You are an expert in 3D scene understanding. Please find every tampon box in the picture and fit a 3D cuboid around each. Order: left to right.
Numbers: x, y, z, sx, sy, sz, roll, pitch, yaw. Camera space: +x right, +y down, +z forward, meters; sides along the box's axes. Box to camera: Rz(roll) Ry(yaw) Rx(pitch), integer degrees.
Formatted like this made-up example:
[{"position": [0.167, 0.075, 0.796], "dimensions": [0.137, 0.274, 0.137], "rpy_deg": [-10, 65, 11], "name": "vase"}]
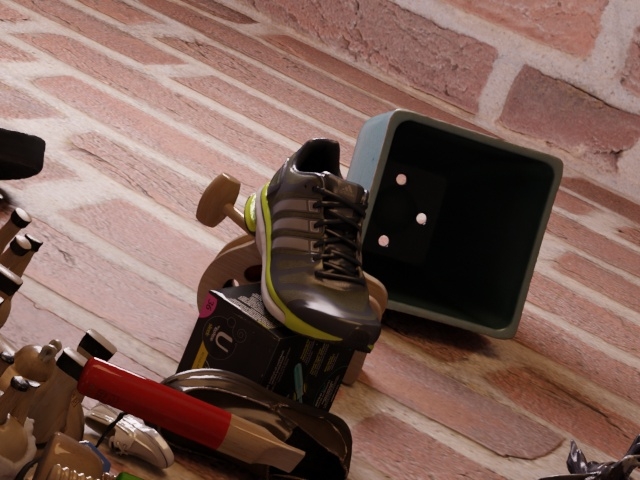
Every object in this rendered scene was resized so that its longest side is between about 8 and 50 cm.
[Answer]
[{"position": [-0.054, 0.118, 1.708], "dimensions": [0.101, 0.120, 0.161], "rpy_deg": [33, 20, 28], "name": "tampon box"}]

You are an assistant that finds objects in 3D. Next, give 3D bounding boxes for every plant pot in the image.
[{"position": [0.137, -0.031, 2.215], "dimensions": [0.247, 0.247, 0.252], "rpy_deg": [16, 2, -17], "name": "plant pot"}]

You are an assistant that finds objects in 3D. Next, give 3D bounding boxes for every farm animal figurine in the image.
[{"position": [-0.320, 0.092, 1.428], "dimensions": [0.327, 0.172, 0.330], "rpy_deg": [40, 14, 16], "name": "farm animal figurine"}]

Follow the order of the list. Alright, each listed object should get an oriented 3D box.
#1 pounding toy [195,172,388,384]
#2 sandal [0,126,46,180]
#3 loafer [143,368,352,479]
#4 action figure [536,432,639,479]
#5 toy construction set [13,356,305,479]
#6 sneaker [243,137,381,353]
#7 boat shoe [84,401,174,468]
[{"position": [-0.055, 0.064, 1.863], "dimensions": [0.269, 0.154, 0.155], "rpy_deg": [40, 17, -3], "name": "pounding toy"}, {"position": [-0.526, -0.158, 1.924], "dimensions": [0.446, 0.107, 0.168], "rpy_deg": [12, -15, -42], "name": "sandal"}, {"position": [-0.060, 0.182, 1.574], "dimensions": [0.220, 0.080, 0.078], "rpy_deg": [14, 18, -22], "name": "loafer"}, {"position": [0.369, 0.258, 1.761], "dimensions": [0.276, 0.141, 0.164], "rpy_deg": [13, 30, -30], "name": "action figure"}, {"position": [-0.094, 0.243, 1.018], "dimensions": [0.237, 0.308, 0.257], "rpy_deg": [23, 24, -12], "name": "toy construction set"}, {"position": [0.000, 0.000, 1.688], "dimensions": [0.111, 0.121, 0.300], "rpy_deg": [14, 30, -28], "name": "sneaker"}, {"position": [-0.178, 0.183, 1.522], "dimensions": [0.100, 0.035, 0.035], "rpy_deg": [34, 48, 26], "name": "boat shoe"}]
